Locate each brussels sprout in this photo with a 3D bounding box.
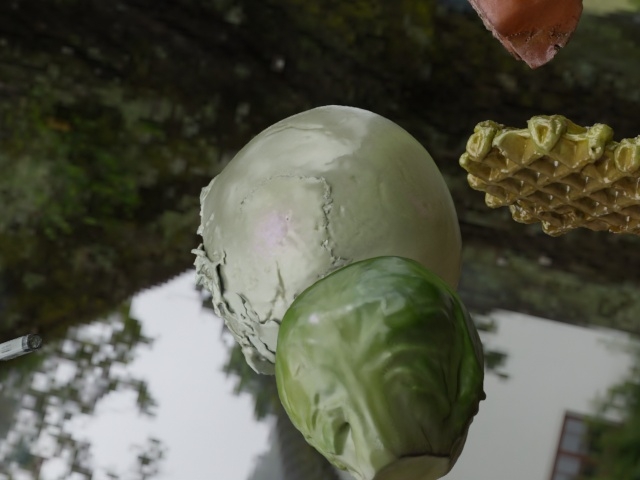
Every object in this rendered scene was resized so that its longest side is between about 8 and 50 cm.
[{"bbox_3d":[0.066,0.137,1.696,0.244,0.244,0.244,12,-90,-79],"label":"brussels sprout"}]

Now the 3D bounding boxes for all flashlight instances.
[{"bbox_3d":[-0.349,0.123,1.884,0.083,0.018,0.018,-19,67,51],"label":"flashlight"}]

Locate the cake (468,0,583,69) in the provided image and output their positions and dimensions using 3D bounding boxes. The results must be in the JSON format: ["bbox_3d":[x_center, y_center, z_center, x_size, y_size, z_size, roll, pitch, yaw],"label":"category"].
[{"bbox_3d":[0.179,-0.324,1.778,0.135,0.287,0.098,-45,-3,18],"label":"cake"}]

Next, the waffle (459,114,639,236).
[{"bbox_3d":[0.270,-0.057,1.662,0.249,0.253,0.056,60,-136,-66],"label":"waffle"}]

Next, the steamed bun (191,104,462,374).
[{"bbox_3d":[0.000,0.000,1.976,0.312,0.334,0.233,-47,-17,29],"label":"steamed bun"}]
